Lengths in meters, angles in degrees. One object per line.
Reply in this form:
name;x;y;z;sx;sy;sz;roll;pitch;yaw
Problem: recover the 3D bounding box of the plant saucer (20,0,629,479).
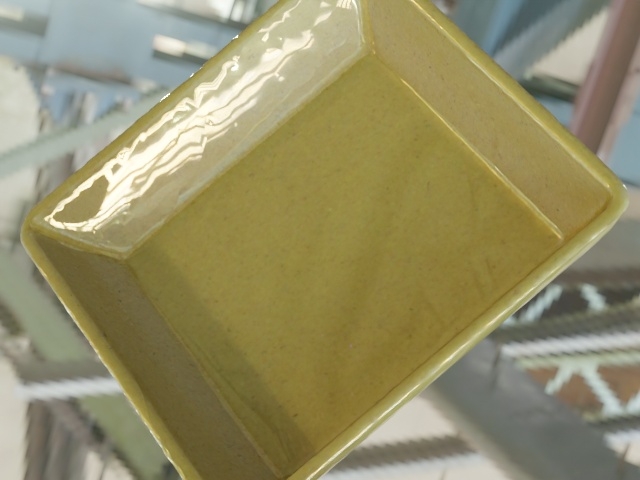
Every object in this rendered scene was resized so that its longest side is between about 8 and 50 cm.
plant saucer;0.000;0.000;1.251;0.333;0.333;0.081;50;179;38
